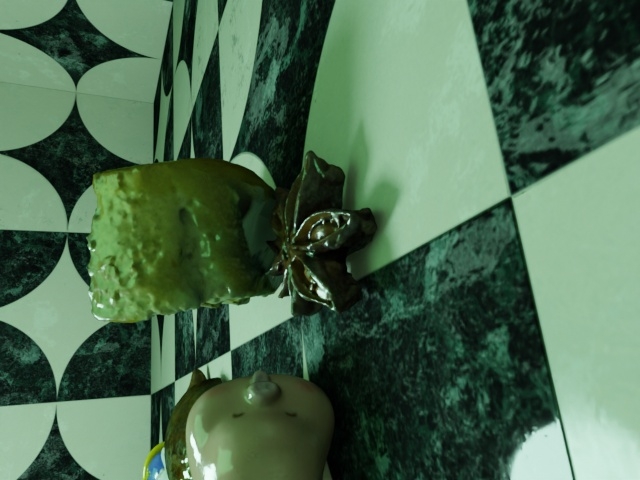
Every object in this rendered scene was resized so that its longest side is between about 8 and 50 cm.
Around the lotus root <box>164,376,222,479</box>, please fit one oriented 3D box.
[{"bbox_3d":[-0.301,0.474,1.225,0.314,0.141,0.210,-133,49,-68],"label":"lotus root"}]

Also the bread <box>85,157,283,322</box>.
[{"bbox_3d":[-0.178,0.005,0.876,0.395,0.263,0.240,10,-104,-76],"label":"bread"}]

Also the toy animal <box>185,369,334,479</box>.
[{"bbox_3d":[-0.098,0.329,0.746,0.269,0.236,0.327,-114,29,-61],"label":"toy animal"}]

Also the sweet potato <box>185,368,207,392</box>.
[{"bbox_3d":[-0.349,0.492,1.434,0.292,0.097,0.098,-118,38,-50],"label":"sweet potato"}]

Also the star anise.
[{"bbox_3d":[-0.001,-0.007,0.691,0.214,0.098,0.220,-14,70,51],"label":"star anise"}]

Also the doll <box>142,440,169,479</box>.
[{"bbox_3d":[-0.459,0.788,1.605,0.242,0.159,0.311,-18,72,50],"label":"doll"}]
